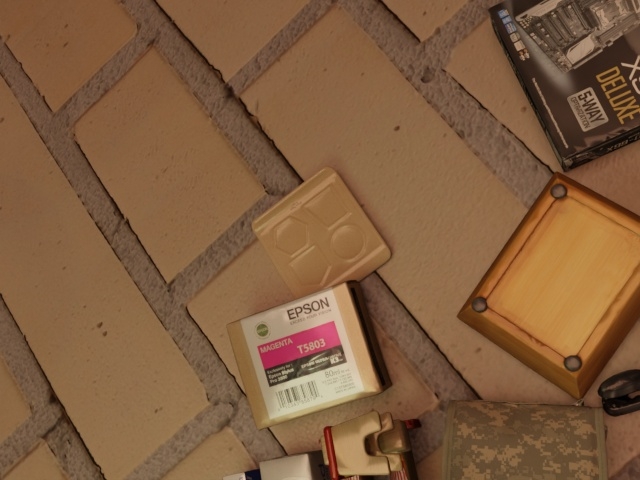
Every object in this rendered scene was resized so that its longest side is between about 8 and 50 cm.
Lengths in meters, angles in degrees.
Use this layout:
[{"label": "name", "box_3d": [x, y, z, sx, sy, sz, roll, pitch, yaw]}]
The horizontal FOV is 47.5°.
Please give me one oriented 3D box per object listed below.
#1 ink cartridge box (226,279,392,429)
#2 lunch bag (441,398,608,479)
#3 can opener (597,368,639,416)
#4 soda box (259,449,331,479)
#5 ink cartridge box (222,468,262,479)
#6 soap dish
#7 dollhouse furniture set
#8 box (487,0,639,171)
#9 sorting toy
[{"label": "ink cartridge box", "box_3d": [-0.021, 0.195, 1.240, 0.234, 0.088, 0.193, -21, 82, 15]}, {"label": "lunch bag", "box_3d": [0.295, 0.368, 1.050, 0.235, 0.169, 0.287, -1, 53, 19]}, {"label": "can opener", "box_3d": [0.504, 0.213, 1.072, 0.186, 0.073, 0.059, -17, 65, 7]}, {"label": "soda box", "box_3d": [-0.022, 0.495, 1.183, 0.091, 0.098, 0.286, -15, 73, 17]}, {"label": "ink cartridge box", "box_3d": [-0.108, 0.492, 1.215, 0.046, 0.097, 0.207, -17, 73, 16]}, {"label": "soap dish", "box_3d": [0.379, 0.061, 1.117, 0.229, 0.118, 0.291, 35, 93, 23]}, {"label": "dollhouse furniture set", "box_3d": [0.066, 0.363, 1.032, 0.152, 0.374, 0.201, -16, 72, 12]}, {"label": "box", "box_3d": [0.449, -0.300, 1.192, 0.242, 0.076, 0.308, -24, 71, 14]}, {"label": "sorting toy", "box_3d": [0.000, 0.000, 1.319, 0.193, 0.038, 0.208, -37, 73, 10]}]
